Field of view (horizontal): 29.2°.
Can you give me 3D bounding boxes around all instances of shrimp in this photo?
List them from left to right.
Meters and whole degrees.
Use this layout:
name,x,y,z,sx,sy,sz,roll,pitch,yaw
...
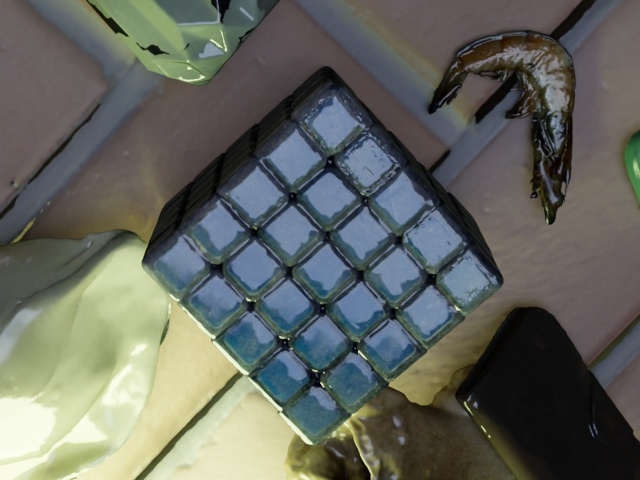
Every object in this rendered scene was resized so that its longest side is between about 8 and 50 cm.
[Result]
name,x,y,z,sx,sy,sz,roll,pitch,yaw
shrimp,0.182,-0.111,1.228,0.148,0.035,0.195,-2,97,-6

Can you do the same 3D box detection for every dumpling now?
name,x,y,z,sx,sy,sz,roll,pitch,yaw
dumpling,-0.300,0.135,1.197,0.341,0.181,0.260,-40,128,-24

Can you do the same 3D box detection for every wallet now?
name,x,y,z,sx,sy,sz,roll,pitch,yaw
wallet,0.264,0.221,1.265,0.309,0.042,0.165,54,55,-14

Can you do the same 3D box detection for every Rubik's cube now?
name,x,y,z,sx,sy,sz,roll,pitch,yaw
Rubik's cube,0.000,0.000,1.138,0.237,0.238,0.237,-40,101,7

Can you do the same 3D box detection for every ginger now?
name,x,y,z,sx,sy,sz,roll,pitch,yaw
ginger,0.096,0.213,1.235,0.221,0.130,0.276,-47,130,-2

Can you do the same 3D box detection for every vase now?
name,x,y,z,sx,sy,sz,roll,pitch,yaw
vase,-0.202,-0.301,1.101,0.360,0.165,0.165,41,97,-8

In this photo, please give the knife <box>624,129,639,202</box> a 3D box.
name,x,y,z,sx,sy,sz,roll,pitch,yaw
knife,0.371,0.002,1.279,0.063,0.034,0.260,-21,110,-6
